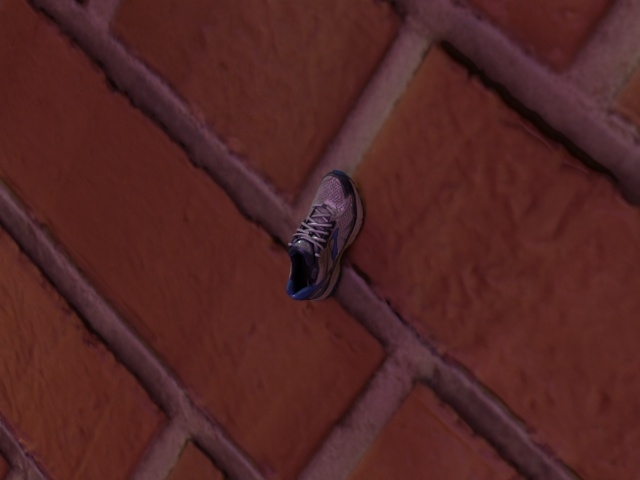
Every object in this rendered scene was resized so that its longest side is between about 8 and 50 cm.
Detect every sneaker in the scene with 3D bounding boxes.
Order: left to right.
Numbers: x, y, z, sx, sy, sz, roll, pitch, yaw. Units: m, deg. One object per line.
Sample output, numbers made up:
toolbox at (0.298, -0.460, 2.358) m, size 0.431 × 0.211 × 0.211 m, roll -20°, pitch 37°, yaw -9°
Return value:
sneaker at (0.000, 0.000, 0.989) m, size 0.052 × 0.058 × 0.135 m, roll 23°, pitch 111°, yaw 30°
